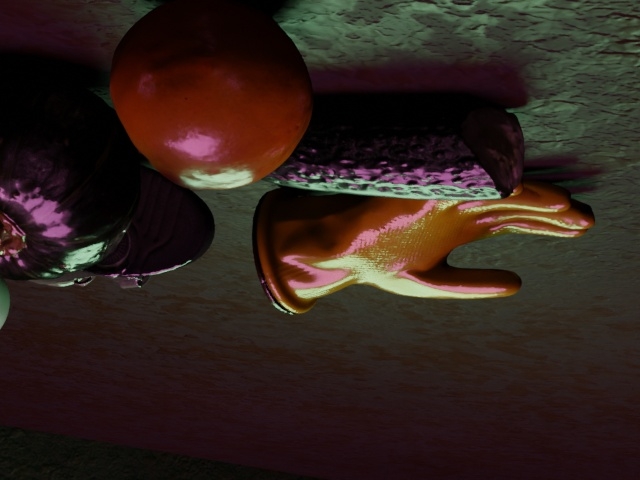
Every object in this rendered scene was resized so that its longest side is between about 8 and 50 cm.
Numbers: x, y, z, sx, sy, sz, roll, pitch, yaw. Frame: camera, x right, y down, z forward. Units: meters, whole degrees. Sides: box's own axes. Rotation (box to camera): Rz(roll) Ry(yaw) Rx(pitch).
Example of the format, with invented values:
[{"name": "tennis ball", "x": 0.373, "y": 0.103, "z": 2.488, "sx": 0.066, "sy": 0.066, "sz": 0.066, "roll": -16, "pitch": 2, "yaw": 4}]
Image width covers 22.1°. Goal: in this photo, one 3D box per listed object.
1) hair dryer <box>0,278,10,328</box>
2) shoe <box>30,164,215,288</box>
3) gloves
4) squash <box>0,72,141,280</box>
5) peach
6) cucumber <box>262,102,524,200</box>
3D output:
[{"name": "hair dryer", "x": -0.550, "y": 0.034, "z": 1.877, "sx": 0.357, "sy": 0.107, "sz": 0.173, "roll": 8, "pitch": 164, "yaw": 16}, {"name": "shoe", "x": -0.215, "y": -0.011, "z": 1.541, "sx": 0.293, "sy": 0.109, "sz": 0.149, "roll": 4, "pitch": 169, "yaw": 20}, {"name": "gloves", "x": 0.096, "y": -0.009, "z": 1.444, "sx": 0.294, "sy": 0.116, "sz": 0.133, "roll": -8, "pitch": 168, "yaw": 25}, {"name": "squash", "x": -0.238, "y": -0.052, "z": 1.296, "sx": 0.193, "sy": 0.156, "sz": 0.193, "roll": 23, "pitch": 158, "yaw": 10}, {"name": "peach", "x": -0.070, "y": -0.098, "z": 1.105, "sx": 0.138, "sy": 0.138, "sz": 0.138, "roll": 6, "pitch": 165, "yaw": 2}, {"name": "cucumber", "x": 0.033, "y": -0.071, "z": 1.268, "sx": 0.241, "sy": 0.074, "sz": 0.074, "roll": 2, "pitch": 165, "yaw": 18}]
